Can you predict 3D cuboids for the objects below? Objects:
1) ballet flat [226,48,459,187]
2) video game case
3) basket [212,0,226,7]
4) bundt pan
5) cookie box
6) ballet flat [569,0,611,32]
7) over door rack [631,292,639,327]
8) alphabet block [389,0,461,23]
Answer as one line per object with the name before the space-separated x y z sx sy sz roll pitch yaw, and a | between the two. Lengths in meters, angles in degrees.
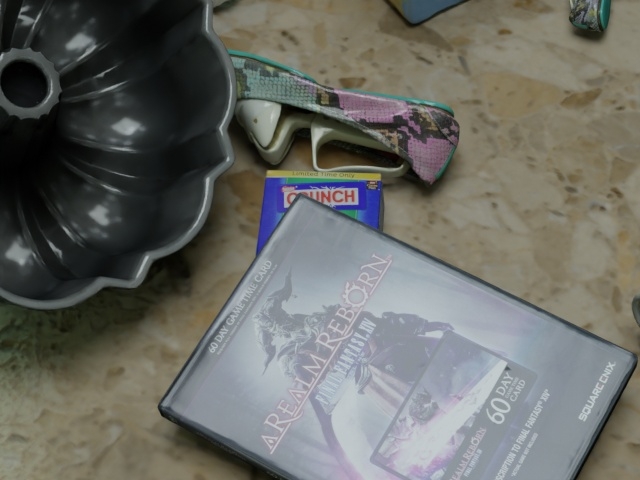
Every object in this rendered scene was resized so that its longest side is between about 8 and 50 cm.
ballet flat | -0.002 -0.091 1.310 0.221 0.077 0.079 16 75 16
video game case | 0.053 0.101 1.151 0.274 0.026 0.196 27 68 16
basket | -0.193 -0.423 1.452 0.331 0.266 0.328 10 53 10
bundt pan | -0.233 -0.099 1.229 0.331 0.124 0.330 6 75 -24
cookie box | 0.000 0.000 1.252 0.092 0.040 0.107 1 53 5
ballet flat | 0.234 -0.222 1.407 0.041 0.041 0.114 14 54 14
over door rack | 0.410 0.051 1.123 0.239 0.108 0.324 -39 39 -23
alphabet block | 0.099 -0.341 1.413 0.193 0.192 0.197 -27 55 -18
